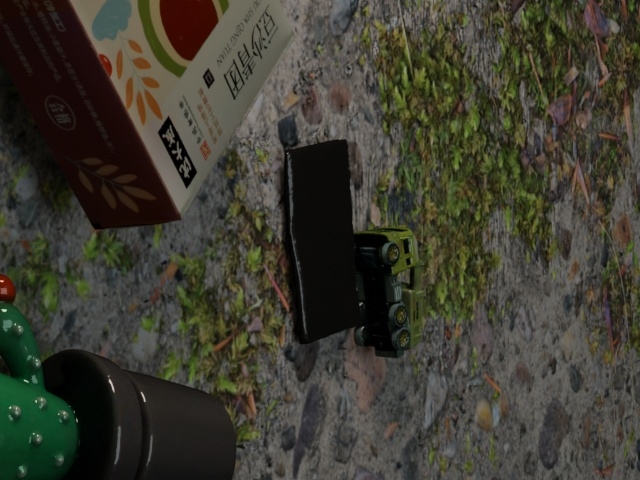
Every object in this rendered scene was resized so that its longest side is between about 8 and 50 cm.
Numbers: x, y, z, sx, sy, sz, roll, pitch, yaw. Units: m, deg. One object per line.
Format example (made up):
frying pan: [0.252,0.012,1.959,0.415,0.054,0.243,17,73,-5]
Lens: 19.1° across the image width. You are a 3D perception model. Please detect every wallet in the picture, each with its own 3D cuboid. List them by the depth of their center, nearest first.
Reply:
wallet: [-0.001,0.000,2.374,0.124,0.025,0.244,-18,107,-52]

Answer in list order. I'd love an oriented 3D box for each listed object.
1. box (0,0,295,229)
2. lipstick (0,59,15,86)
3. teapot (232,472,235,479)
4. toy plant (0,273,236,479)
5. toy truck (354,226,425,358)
box: [-0.202,-0.268,1.967,0.385,0.122,0.344,64,35,-32]
lipstick: [-0.333,-0.176,1.894,0.186,0.057,0.063,0,94,-59]
teapot: [-0.122,0.278,2.203,0.067,0.057,0.083,-25,121,-10]
toy plant: [-0.277,0.206,1.888,0.400,0.185,0.279,15,109,-46]
toy truck: [0.094,0.064,2.463,0.100,0.077,0.169,-20,106,-49]
